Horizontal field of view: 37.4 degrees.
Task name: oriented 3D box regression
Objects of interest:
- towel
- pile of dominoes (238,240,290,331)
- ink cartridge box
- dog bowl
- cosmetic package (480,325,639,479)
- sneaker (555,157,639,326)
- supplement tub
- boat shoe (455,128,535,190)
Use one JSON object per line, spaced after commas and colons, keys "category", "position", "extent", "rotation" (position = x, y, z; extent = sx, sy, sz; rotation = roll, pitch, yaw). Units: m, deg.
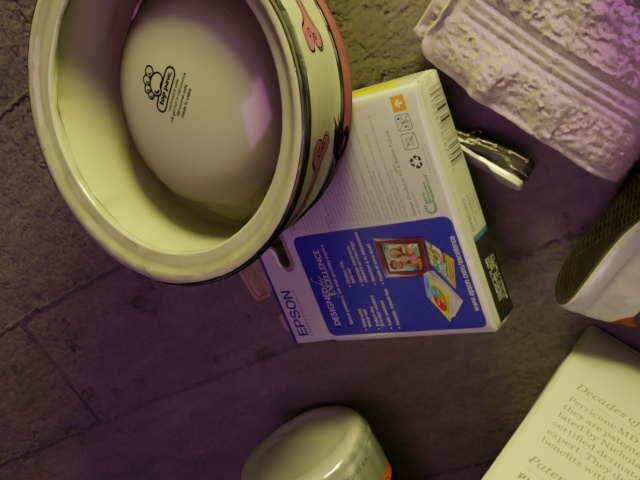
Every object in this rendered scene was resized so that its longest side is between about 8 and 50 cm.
{"category": "towel", "position": [0.247, -0.202, 0.984], "extent": [0.282, 0.049, 0.187], "rotation": [34, 129, 3]}
{"category": "pile of dominoes", "position": [0.000, 0.000, 1.249], "extent": [0.251, 0.040, 0.196], "rotation": [-24, 104, 26]}
{"category": "ink cartridge box", "position": [0.047, -0.025, 1.148], "extent": [0.307, 0.072, 0.304], "rotation": [-7, 112, 40]}
{"category": "dog bowl", "position": [-0.141, -0.163, 1.074], "extent": [0.407, 0.150, 0.408], "rotation": [12, 111, 33]}
{"category": "cosmetic package", "position": [0.313, 0.382, 1.068], "extent": [0.327, 0.393, 0.330], "rotation": [33, 129, 17]}
{"category": "sneaker", "position": [0.380, -0.016, 1.019], "extent": [0.123, 0.106, 0.290], "rotation": [22, 132, -10]}
{"category": "supplement tub", "position": [0.045, 0.428, 1.373], "extent": [0.207, 0.207, 0.338], "rotation": [-16, 112, 32]}
{"category": "boat shoe", "position": [0.185, -0.104, 1.081], "extent": [0.125, 0.046, 0.038], "rotation": [33, 87, 22]}
